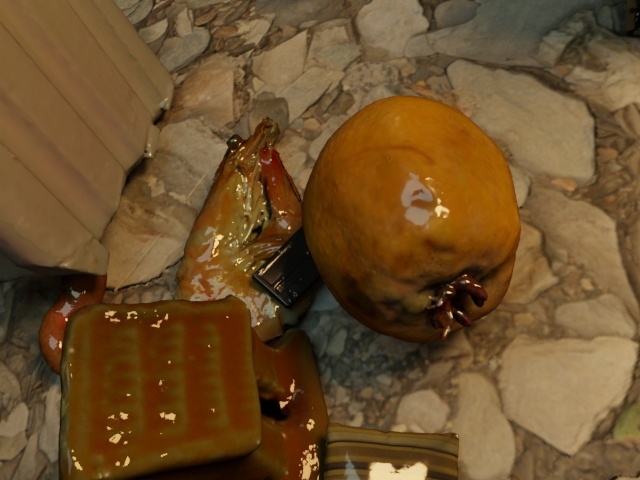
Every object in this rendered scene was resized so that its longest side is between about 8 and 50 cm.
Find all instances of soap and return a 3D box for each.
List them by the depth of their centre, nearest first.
[{"bbox_3d":[-0.387,-0.189,0.644,0.213,0.435,0.350,-9,48,23],"label":"soap"}]

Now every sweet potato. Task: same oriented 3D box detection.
[{"bbox_3d":[-0.280,0.058,0.719,0.058,0.055,0.202,-29,47,44],"label":"sweet potato"}]

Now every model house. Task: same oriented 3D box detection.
[{"bbox_3d":[-0.100,0.173,0.462,0.173,0.239,0.268,-21,55,11],"label":"model house"}]

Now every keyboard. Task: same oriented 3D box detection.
[{"bbox_3d":[0.000,0.000,0.629,0.053,0.010,0.155,40,69,13],"label":"keyboard"}]

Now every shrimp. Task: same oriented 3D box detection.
[{"bbox_3d":[-0.071,-0.020,0.674,0.154,0.062,0.294,0,64,10],"label":"shrimp"}]

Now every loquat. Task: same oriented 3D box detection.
[{"bbox_3d":[0.074,-0.017,0.523,0.176,0.187,0.234,-15,49,6],"label":"loquat"}]

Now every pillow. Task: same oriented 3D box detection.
[{"bbox_3d":[0.051,0.243,0.466,0.113,0.038,0.203,6,61,1],"label":"pillow"}]

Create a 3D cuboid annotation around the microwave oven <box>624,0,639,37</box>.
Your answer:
[{"bbox_3d":[0.383,-0.381,0.492,0.219,0.355,0.286,8,65,27],"label":"microwave oven"}]
